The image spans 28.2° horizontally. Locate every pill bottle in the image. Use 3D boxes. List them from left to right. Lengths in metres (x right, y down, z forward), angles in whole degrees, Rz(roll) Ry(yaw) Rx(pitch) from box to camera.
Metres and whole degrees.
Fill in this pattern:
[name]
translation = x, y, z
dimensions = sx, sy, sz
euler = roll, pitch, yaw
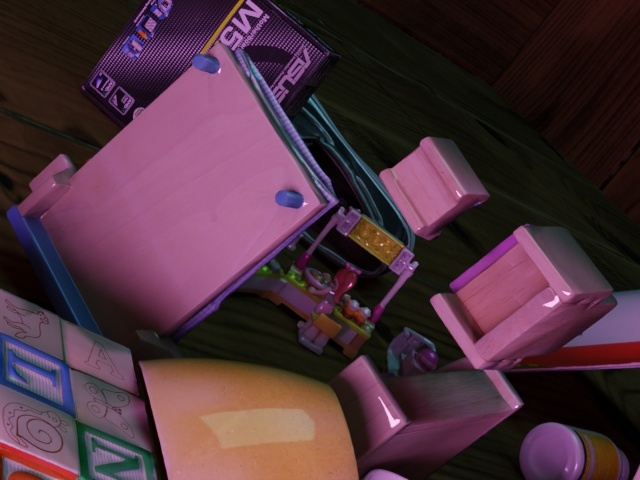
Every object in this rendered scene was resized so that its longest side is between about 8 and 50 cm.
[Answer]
[pill bottle]
translation = 0.241, 0.207, 1.187
dimensions = 0.116, 0.065, 0.065
euler = 19, 25, -47

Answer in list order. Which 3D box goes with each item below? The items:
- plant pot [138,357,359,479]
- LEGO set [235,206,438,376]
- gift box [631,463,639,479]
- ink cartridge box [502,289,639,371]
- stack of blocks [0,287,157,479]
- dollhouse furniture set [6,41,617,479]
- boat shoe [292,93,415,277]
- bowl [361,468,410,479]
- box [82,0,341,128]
[plant pot]
translation = -0.034, 0.118, 0.660
dimensions = 0.095, 0.134, 0.134
euler = -12, 33, -10
[LEGO set]
translation = -0.013, 0.020, 1.077
dimensions = 0.287, 0.107, 0.132
euler = 30, 18, -27
[gift box]
translation = 0.369, 0.205, 1.054
dimensions = 0.255, 0.258, 0.276
euler = 29, 35, 24
[ink cartridge box]
translation = 0.366, 0.091, 1.394
dimensions = 0.385, 0.308, 0.091
euler = 7, 78, -63
[stack of blocks]
translation = -0.154, 0.124, 0.518
dimensions = 0.171, 0.087, 0.297
euler = 30, 18, -27
[dollhouse furniture set]
translation = 0.000, 0.000, 0.836
dimensions = 0.303, 0.286, 0.198
euler = 56, 21, 19
[boat shoe]
translation = -0.031, -0.093, 1.325
dimensions = 0.335, 0.121, 0.119
euler = 41, 12, 3
[bowl]
translation = 0.057, 0.219, 0.728
dimensions = 0.142, 0.053, 0.142
euler = 33, 37, -17
[box]
translation = -0.107, -0.161, 1.224
dimensions = 0.184, 0.191, 0.045
euler = 43, 14, 15
